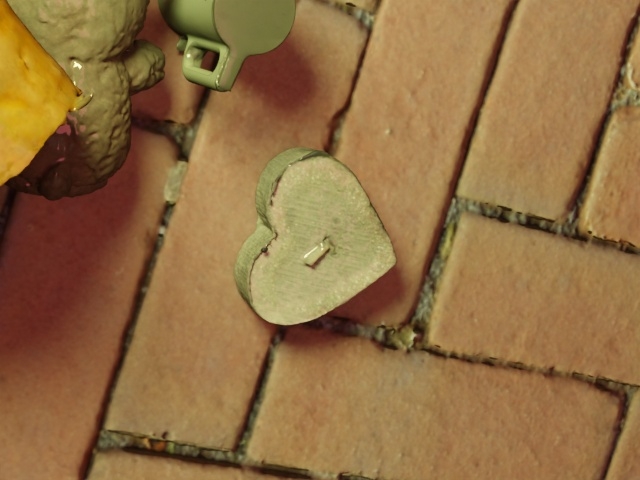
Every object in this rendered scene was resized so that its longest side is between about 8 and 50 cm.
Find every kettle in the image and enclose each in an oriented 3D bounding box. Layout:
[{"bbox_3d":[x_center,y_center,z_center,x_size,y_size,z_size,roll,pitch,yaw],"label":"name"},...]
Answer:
[{"bbox_3d":[-0.100,-0.226,1.740,0.127,0.148,0.098,-39,118,-10],"label":"kettle"}]

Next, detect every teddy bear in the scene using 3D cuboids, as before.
[{"bbox_3d":[-0.253,-0.173,1.679,0.236,0.151,0.267,-4,107,-26],"label":"teddy bear"}]

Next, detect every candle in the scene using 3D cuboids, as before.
[{"bbox_3d":[0.000,0.000,1.895,0.168,0.068,0.192,14,99,-25],"label":"candle"}]

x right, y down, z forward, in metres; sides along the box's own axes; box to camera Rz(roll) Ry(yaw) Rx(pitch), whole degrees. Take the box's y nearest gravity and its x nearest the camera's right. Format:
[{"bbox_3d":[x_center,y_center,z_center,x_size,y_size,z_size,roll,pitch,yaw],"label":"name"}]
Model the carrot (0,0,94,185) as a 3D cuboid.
[{"bbox_3d":[-0.381,-0.180,1.514,0.341,0.224,0.224,44,83,-12],"label":"carrot"}]
